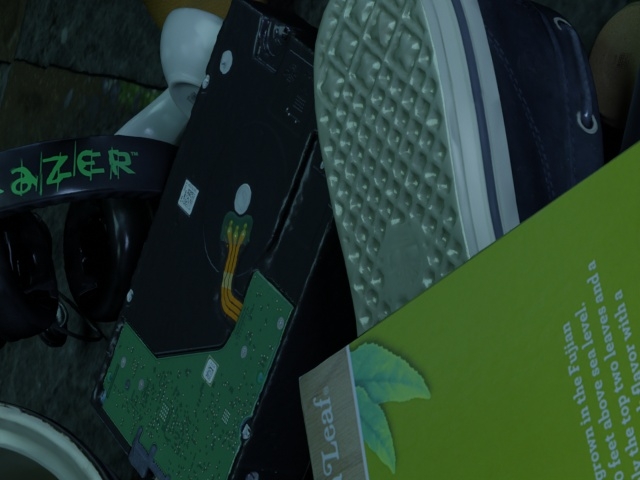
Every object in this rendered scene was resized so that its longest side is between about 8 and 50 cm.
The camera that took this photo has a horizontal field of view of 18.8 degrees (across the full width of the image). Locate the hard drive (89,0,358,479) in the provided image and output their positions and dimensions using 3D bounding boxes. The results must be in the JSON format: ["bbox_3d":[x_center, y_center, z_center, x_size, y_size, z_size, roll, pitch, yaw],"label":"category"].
[{"bbox_3d":[-0.047,0.023,1.360,0.237,0.064,0.339,41,114,55],"label":"hard drive"}]

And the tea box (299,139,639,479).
[{"bbox_3d":[0.224,0.106,0.736,0.323,0.329,0.220,-37,50,40],"label":"tea box"}]

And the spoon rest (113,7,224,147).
[{"bbox_3d":[-0.093,-0.119,1.562,0.084,0.137,0.276,-55,13,-23],"label":"spoon rest"}]

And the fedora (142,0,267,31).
[{"bbox_3d":[-0.094,-0.215,1.588,0.194,0.194,0.079,-7,110,57],"label":"fedora"}]

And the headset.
[{"bbox_3d":[-0.224,-0.008,1.605,0.394,0.243,0.185,109,149,-66],"label":"headset"}]

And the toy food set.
[{"bbox_3d":[0.192,-0.108,1.181,0.082,0.020,0.083,-10,71,57],"label":"toy food set"}]

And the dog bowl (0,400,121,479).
[{"bbox_3d":[-0.267,0.337,1.507,0.408,0.150,0.408,-12,64,27],"label":"dog bowl"}]

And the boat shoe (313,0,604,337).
[{"bbox_3d":[0.111,0.077,1.129,0.187,0.156,0.500,-19,75,51],"label":"boat shoe"}]

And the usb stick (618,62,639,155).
[{"bbox_3d":[0.232,-0.163,1.110,0.077,0.045,0.278,13,91,49],"label":"usb stick"}]
